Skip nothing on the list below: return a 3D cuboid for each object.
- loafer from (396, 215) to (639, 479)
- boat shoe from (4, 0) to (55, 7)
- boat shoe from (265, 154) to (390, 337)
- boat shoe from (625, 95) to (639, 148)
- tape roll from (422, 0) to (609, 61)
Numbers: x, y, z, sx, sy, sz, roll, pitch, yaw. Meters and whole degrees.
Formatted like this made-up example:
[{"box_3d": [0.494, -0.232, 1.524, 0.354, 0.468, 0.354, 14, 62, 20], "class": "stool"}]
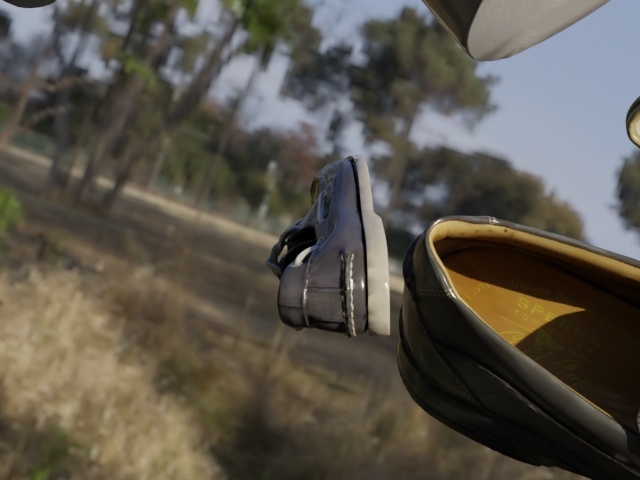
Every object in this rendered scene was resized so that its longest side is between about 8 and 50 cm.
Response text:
[{"box_3d": [0.095, 0.040, 0.442, 0.170, 0.062, 0.061, 16, -26, 18], "class": "loafer"}, {"box_3d": [-0.200, -0.171, 1.104, 0.100, 0.035, 0.035, 9, -49, 22], "class": "boat shoe"}, {"box_3d": [0.000, 0.000, 1.010, 0.065, 0.075, 0.206, -4, 19, -3], "class": "boat shoe"}, {"box_3d": [0.170, -0.040, 0.539, 0.153, 0.056, 0.048, 7, 31, 35], "class": "boat shoe"}, {"box_3d": [0.127, -0.176, 0.770, 0.072, 0.219, 0.219, 53, 2, 12], "class": "tape roll"}]
